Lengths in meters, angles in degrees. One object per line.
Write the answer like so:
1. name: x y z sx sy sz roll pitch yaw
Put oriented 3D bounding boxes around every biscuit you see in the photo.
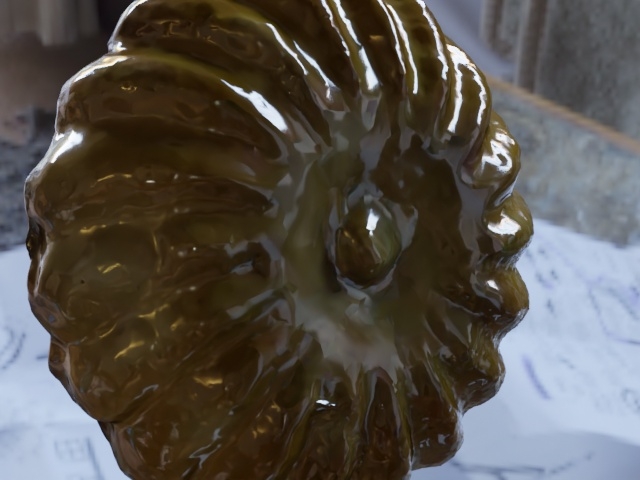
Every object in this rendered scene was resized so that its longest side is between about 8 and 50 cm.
1. biscuit: 0.000 0.000 0.838 0.326 0.326 0.107 -28 15 -35
